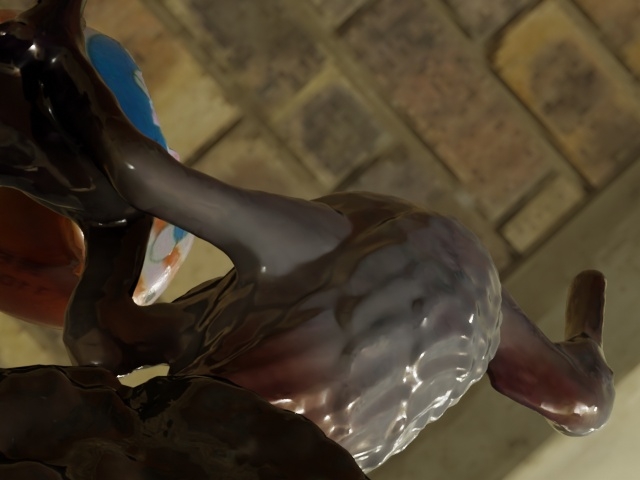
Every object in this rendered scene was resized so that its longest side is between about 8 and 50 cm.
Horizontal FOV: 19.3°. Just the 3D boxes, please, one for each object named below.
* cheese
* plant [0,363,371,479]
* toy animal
[{"bbox_3d":[-0.149,-0.023,1.061,0.329,0.129,0.217,92,-25,-70],"label":"cheese"},{"bbox_3d":[-0.090,0.192,0.488,0.194,0.320,0.181,10,28,-9],"label":"plant"},{"bbox_3d":[0.013,0.021,0.624,0.324,0.090,0.195,25,38,-32],"label":"toy animal"}]
